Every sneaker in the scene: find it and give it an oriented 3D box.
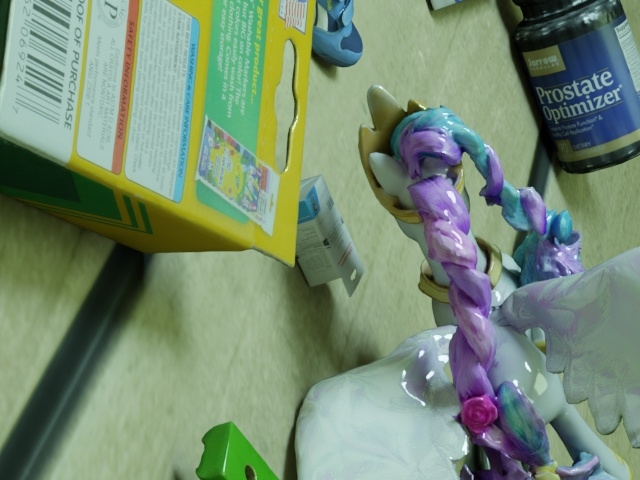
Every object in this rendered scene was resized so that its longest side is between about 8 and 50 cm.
[{"bbox_3d":[0.005,-0.197,1.559,0.144,0.059,0.053,57,25,-36],"label":"sneaker"}]

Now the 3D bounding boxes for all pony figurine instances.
[{"bbox_3d":[0.127,0.098,1.410,0.351,0.303,0.363,-108,174,-46],"label":"pony figurine"}]

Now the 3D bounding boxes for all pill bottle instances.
[{"bbox_3d":[0.281,-0.193,2.119,0.219,0.123,0.123,68,23,-12],"label":"pill bottle"}]

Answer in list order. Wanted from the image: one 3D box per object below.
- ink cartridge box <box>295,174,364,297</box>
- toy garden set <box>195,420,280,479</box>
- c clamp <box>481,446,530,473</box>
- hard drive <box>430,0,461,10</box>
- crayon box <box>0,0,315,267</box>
[{"bbox_3d":[0.000,0.000,1.445,0.083,0.028,0.048,65,25,-18],"label":"ink cartridge box"},{"bbox_3d":[-0.036,0.265,1.153,0.204,0.049,0.244,55,28,-34],"label":"toy garden set"},{"bbox_3d":[0.167,0.191,1.719,0.161,0.022,0.137,24,58,-64],"label":"c clamp"},{"bbox_3d":[0.105,-0.394,1.959,0.210,0.040,0.318,-31,103,-67],"label":"hard drive"},{"bbox_3d":[-0.115,-0.113,1.132,0.323,0.083,0.203,27,64,-60],"label":"crayon box"}]
